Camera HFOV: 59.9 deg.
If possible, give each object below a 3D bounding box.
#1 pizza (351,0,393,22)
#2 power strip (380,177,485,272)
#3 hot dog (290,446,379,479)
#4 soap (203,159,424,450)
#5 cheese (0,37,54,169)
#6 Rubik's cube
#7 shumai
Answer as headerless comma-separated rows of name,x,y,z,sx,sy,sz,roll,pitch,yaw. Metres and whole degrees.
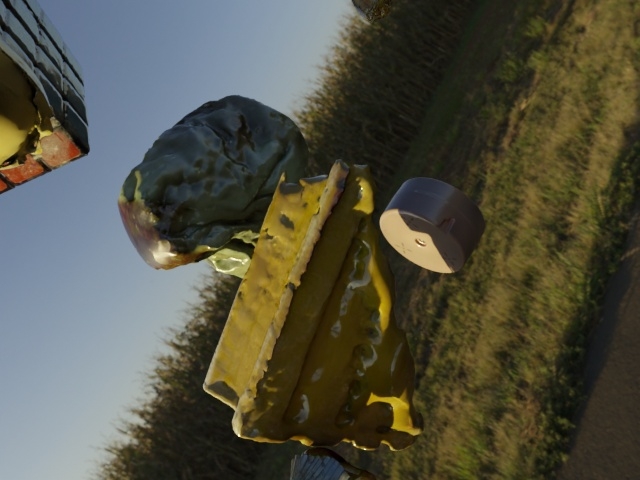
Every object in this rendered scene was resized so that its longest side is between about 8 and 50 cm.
pizza,0.138,-0.505,1.015,0.199,0.062,0.188,-23,65,32
power strip,0.174,-0.023,0.876,0.078,0.154,0.154,-55,1,-22
hot dog,0.079,0.329,0.611,0.082,0.270,0.162,-46,-1,-33
soap,0.052,0.091,0.732,0.169,0.304,0.338,27,96,52
cheese,-0.499,-0.197,0.691,0.259,0.316,0.128,-36,40,41
Rubik's cube,-0.685,-0.311,1.054,0.344,0.344,0.337,68,-179,-53
shumai,-0.179,-0.070,0.902,0.304,0.309,0.263,-41,0,27
